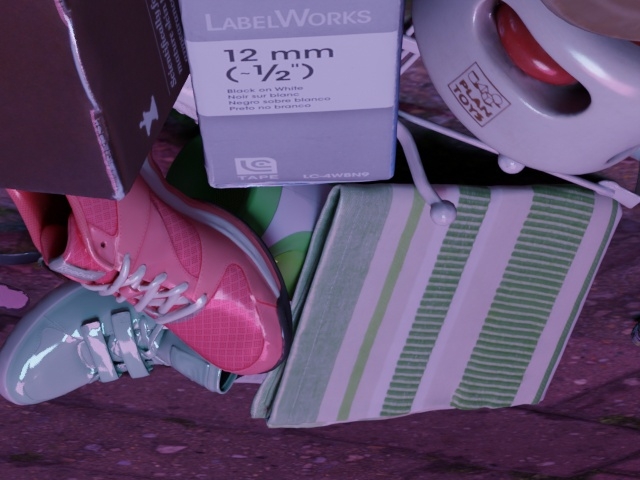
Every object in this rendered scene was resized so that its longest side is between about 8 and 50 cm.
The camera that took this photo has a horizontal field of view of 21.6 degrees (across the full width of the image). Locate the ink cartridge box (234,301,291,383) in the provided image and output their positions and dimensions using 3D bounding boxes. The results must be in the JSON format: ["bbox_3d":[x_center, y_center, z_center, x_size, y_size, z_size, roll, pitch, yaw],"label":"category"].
[{"bbox_3d":[-0.051,0.072,1.650,0.145,0.045,0.179,-57,152,14],"label":"ink cartridge box"}]

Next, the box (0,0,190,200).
[{"bbox_3d":[-0.276,-0.148,0.911,0.381,0.143,0.191,8,137,18],"label":"box"}]

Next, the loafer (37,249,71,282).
[{"bbox_3d":[-0.176,0.045,1.591,0.102,0.092,0.268,-13,154,25],"label":"loafer"}]

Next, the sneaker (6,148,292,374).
[{"bbox_3d":[-0.152,0.005,1.269,0.116,0.136,0.314,-28,110,39],"label":"sneaker"}]

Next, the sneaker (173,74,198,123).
[{"bbox_3d":[-0.126,-0.133,1.181,0.169,0.108,0.292,-16,144,32],"label":"sneaker"}]

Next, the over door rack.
[{"bbox_3d":[0.181,-0.094,1.279,0.324,0.108,0.239,8,156,-23],"label":"over door rack"}]

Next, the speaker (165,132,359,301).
[{"bbox_3d":[0.000,0.000,1.461,0.131,0.131,0.296,-19,152,34],"label":"speaker"}]

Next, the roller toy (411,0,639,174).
[{"bbox_3d":[0.159,-0.146,1.048,0.209,0.191,0.146,9,155,-25],"label":"roller toy"}]

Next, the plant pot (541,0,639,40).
[{"bbox_3d":[0.170,-0.229,0.811,0.263,0.229,0.263,-3,156,-1],"label":"plant pot"}]

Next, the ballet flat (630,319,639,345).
[{"bbox_3d":[0.397,0.097,1.830,0.114,0.041,0.041,-3,157,-1],"label":"ballet flat"}]

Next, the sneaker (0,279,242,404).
[{"bbox_3d":[-0.156,0.092,1.473,0.256,0.151,0.094,-30,133,-11],"label":"sneaker"}]

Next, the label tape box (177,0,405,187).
[{"bbox_3d":[-0.017,-0.209,0.811,0.115,0.249,0.348,-3,157,1],"label":"label tape box"}]

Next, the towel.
[{"bbox_3d":[0.109,0.053,1.469,0.324,0.038,0.248,-2,124,-35],"label":"towel"}]

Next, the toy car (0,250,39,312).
[{"bbox_3d":[-0.352,0.049,1.548,0.188,0.149,0.155,-4,149,-26],"label":"toy car"}]
